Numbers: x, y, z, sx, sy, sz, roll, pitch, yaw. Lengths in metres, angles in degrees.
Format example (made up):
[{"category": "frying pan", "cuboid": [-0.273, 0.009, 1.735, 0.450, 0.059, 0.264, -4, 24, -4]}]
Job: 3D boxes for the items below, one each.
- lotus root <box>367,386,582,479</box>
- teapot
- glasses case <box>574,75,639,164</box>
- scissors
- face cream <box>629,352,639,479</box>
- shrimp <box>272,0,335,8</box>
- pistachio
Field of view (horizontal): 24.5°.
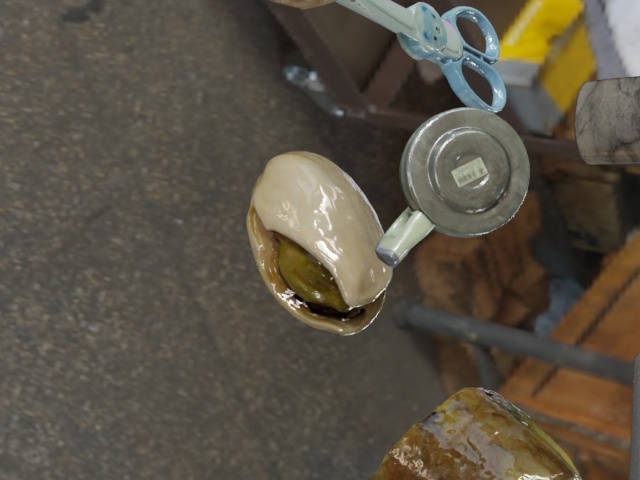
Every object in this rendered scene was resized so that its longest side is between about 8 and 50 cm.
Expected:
[{"category": "lotus root", "cuboid": [0.099, 0.234, 1.042, 0.138, 0.119, 0.235, -12, 119, -36]}, {"category": "teapot", "cuboid": [0.115, -0.038, 1.297, 0.111, 0.108, 0.149, 14, 84, -6]}, {"category": "glasses case", "cuboid": [0.421, -0.150, 1.832, 0.060, 0.299, 0.114, -2, 92, -23]}, {"category": "scissors", "cuboid": [0.106, -0.215, 1.520, 0.256, 0.030, 0.125, 21, 57, -43]}, {"category": "face cream", "cuboid": [0.372, 0.225, 1.593, 0.283, 0.073, 0.073, -71, 149, -53]}, {"category": "shrimp", "cuboid": [0.028, -0.240, 0.886, 0.219, 0.046, 0.152, -45, 141, 5]}, {"category": "pistachio", "cuboid": [0.000, 0.000, 1.632, 0.153, 0.238, 0.138, -6, 140, -16]}]
